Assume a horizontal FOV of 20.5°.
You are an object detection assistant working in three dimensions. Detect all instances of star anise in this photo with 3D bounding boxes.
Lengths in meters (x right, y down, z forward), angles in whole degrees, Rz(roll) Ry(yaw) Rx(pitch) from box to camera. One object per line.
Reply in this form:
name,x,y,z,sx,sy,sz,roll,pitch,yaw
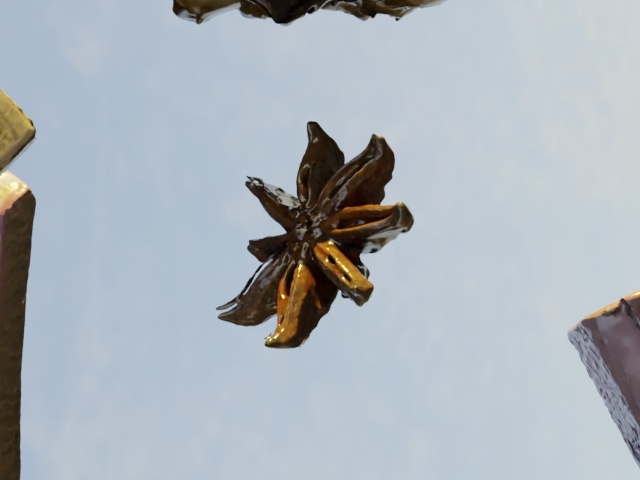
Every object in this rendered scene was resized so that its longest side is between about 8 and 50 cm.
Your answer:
star anise,0.002,0.000,0.961,0.042,0.141,0.141,28,-119,-35

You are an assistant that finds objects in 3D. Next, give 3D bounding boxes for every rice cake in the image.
rice cake,-0.304,0.104,1.599,0.056,0.072,0.365,-25,-50,-52

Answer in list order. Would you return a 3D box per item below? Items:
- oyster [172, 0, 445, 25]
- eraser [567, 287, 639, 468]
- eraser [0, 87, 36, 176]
oyster,0.105,-0.213,0.976,0.111,0.396,0.204,-109,10,-50
eraser,0.298,0.125,0.665,0.359,0.272,0.122,61,180,8
eraser,-0.280,-0.010,1.089,0.068,0.124,0.210,50,-118,-17
